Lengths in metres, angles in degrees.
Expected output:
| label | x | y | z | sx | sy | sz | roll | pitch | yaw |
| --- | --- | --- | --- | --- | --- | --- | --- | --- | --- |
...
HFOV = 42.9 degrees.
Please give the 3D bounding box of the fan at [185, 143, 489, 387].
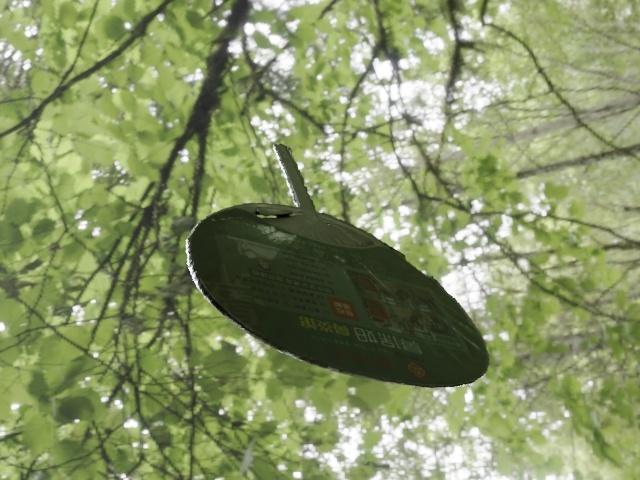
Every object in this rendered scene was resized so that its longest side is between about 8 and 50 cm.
| label | x | y | z | sx | sy | sz | roll | pitch | yaw |
| --- | --- | --- | --- | --- | --- | --- | --- | --- | --- |
| fan | 0.027 | 0.018 | 0.601 | 0.223 | 0.012 | 0.294 | 27 | -155 | 1 |
